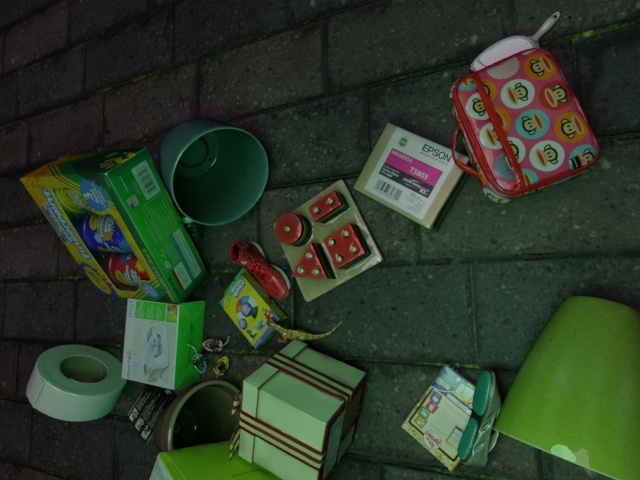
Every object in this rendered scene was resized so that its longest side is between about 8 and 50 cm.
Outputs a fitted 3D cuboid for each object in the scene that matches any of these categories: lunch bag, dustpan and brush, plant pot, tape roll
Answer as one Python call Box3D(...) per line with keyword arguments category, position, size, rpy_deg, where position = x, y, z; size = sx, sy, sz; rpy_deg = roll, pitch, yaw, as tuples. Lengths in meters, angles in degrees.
Box3D(category="lunch bag", position=(0.408, -0.236, 0.916), size=(0.257, 0.120, 0.294), rpy_deg=(-21, 78, 10))
Box3D(category="dustpan and brush", position=(0.478, -0.447, 0.993), size=(0.147, 0.060, 0.211), rpy_deg=(44, 111, 11))
Box3D(category="plant pot", position=(-0.340, -0.227, 1.257), size=(0.235, 0.292, 0.293), rpy_deg=(39, 103, 40))
Box3D(category="plant pot", position=(-0.366, 0.549, 1.227), size=(0.229, 0.262, 0.263), rpy_deg=(-24, 74, 41))
Box3D(category="plant pot", position=(0.508, 0.266, 0.807), size=(0.274, 0.275, 0.294), rpy_deg=(14, 76, 27))
Box3D(category="tape roll", position=(-0.804, 0.467, 1.413), size=(0.286, 0.286, 0.100), rpy_deg=(31, 99, 26))

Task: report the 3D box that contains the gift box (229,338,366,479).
Box3D(category="gift box", position=(-0.065, 0.437, 1.045), size=(0.257, 0.255, 0.277), rpy_deg=(18, 107, 25))

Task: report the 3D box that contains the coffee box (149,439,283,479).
Box3D(category="coffee box", position=(-0.203, 0.709, 0.974), size=(0.338, 0.337, 0.335), rpy_deg=(25, 97, 45))

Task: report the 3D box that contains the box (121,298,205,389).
Box3D(category="box", position=(-0.504, 0.318, 1.368), size=(0.230, 0.126, 0.262), rpy_deg=(2, 87, 25))

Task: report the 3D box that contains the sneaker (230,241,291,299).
Box3D(category="sneaker", position=(-0.188, 0.088, 1.227), size=(0.221, 0.128, 0.087), rpy_deg=(43, 104, 24))

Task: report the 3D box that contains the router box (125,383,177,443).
Box3D(category="router box", position=(-0.560, 0.559, 1.415), size=(0.133, 0.046, 0.179), rpy_deg=(39, 103, 25))

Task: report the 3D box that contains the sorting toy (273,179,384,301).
Box3D(category="sorting toy", position=(0.000, 0.000, 1.164), size=(0.255, 0.089, 0.257), rpy_deg=(-32, 72, 21))

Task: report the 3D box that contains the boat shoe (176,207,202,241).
Box3D(category="boat shoe", position=(-0.530, -0.044, 1.424), size=(0.339, 0.127, 0.113), rpy_deg=(-1, 118, 22))

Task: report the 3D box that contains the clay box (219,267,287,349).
Box3D(category="clay box", position=(-0.212, 0.198, 1.270), size=(0.222, 0.053, 0.127), rpy_deg=(44, 107, 23))

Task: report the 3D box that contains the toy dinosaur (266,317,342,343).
Box3D(category="toy dinosaur", position=(-0.051, 0.267, 1.167), size=(0.211, 0.064, 0.112), rpy_deg=(8, 124, 0))

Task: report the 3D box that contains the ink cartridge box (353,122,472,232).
Box3D(category="ink cartridge box", position=(0.230, -0.159, 1.065), size=(0.234, 0.088, 0.193), rpy_deg=(32, 100, 26))

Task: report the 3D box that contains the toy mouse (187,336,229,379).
Box3D(category="toy mouse", position=(-0.345, 0.352, 1.312), size=(0.143, 0.031, 0.161), rpy_deg=(26, 91, 2))

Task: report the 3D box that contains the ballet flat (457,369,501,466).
Box3D(category="ballet flat", position=(0.358, 0.386, 0.919), size=(0.068, 0.072, 0.214), rpy_deg=(16, 93, -3))

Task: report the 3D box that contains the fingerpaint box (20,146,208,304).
Box3D(category="fingerpaint box", position=(-0.605, -0.031, 1.274), size=(0.370, 0.163, 0.445), rpy_deg=(3, 126, 27))

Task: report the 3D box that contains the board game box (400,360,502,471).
Box3D(category="board game box", position=(0.304, 0.409, 0.995), size=(0.146, 0.045, 0.194), rpy_deg=(37, 101, 24))
